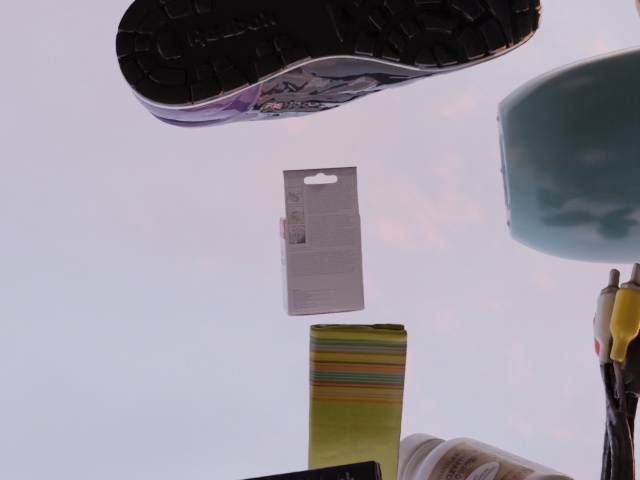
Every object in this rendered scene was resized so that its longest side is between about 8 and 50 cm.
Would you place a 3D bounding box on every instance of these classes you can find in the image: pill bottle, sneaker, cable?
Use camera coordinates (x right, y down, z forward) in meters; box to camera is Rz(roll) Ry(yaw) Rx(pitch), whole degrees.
[{"bbox_3d":[0.180,0.299,1.031,0.131,0.229,0.131,-4,-83,-34],"label":"pill bottle"},{"bbox_3d":[0.007,-0.143,0.632,0.283,0.124,0.107,-9,-99,-2],"label":"sneaker"},{"bbox_3d":[0.322,0.173,1.014,0.072,0.139,0.287,18,-115,6],"label":"cable"}]

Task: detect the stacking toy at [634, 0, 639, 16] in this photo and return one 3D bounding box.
[{"bbox_3d":[0.200,-0.175,0.492,0.141,0.141,0.330,-27,-103,-45],"label":"stacking toy"}]

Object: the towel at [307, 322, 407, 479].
[{"bbox_3d":[0.037,0.194,0.975,0.102,0.237,0.021,3,-155,2],"label":"towel"}]

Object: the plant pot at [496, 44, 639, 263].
[{"bbox_3d":[0.355,-0.104,1.173,0.235,0.293,0.293,-5,-133,10],"label":"plant pot"}]

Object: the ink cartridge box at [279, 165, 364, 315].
[{"bbox_3d":[0.000,0.000,0.715,0.062,0.029,0.115,-4,-85,-10],"label":"ink cartridge box"}]

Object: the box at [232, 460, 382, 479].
[{"bbox_3d":[-0.030,0.300,0.862,0.207,0.153,0.108,-8,-126,5],"label":"box"}]
